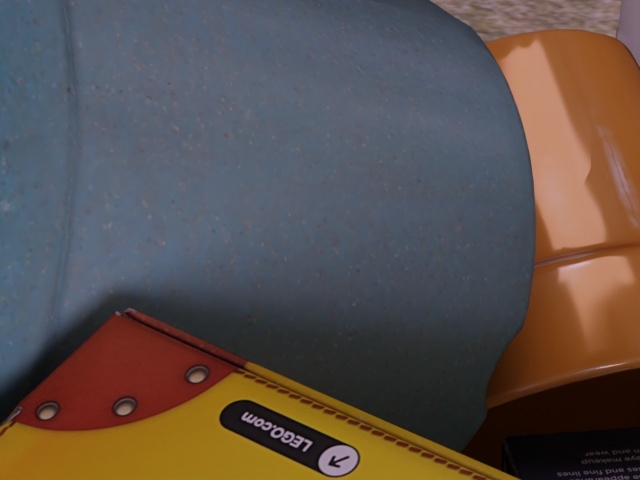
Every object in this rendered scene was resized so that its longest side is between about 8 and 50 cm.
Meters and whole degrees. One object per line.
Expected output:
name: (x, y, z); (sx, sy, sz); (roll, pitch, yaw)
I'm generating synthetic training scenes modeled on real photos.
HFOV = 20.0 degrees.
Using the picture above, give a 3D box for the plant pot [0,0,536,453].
plant pot: (-0.110, -0.010, 0.777); (0.334, 0.341, 0.341); (6, 22, -36)

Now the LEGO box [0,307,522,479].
LEGO box: (0.028, 0.270, 0.442); (0.500, 0.193, 0.372); (21, 52, 35)

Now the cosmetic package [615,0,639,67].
cosmetic package: (0.292, -0.021, 0.956); (0.097, 0.284, 0.377); (-14, 33, -22)

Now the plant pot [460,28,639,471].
plant pot: (0.117, 0.004, 0.920); (0.205, 0.205, 0.188); (-7, 70, -12)

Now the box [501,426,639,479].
box: (0.172, 0.163, 0.824); (0.156, 0.093, 0.158); (-4, 29, -5)
